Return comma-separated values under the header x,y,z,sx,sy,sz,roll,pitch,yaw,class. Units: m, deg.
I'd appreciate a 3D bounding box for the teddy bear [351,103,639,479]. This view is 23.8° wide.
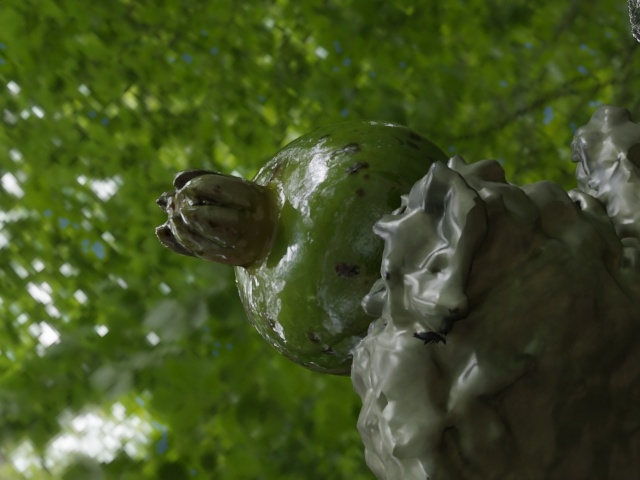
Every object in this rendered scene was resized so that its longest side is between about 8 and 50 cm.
x,y,z,sx,sy,sz,roll,pitch,yaw,class
0.121,0.082,0.748,0.367,0.224,0.357,35,-124,-39,teddy bear

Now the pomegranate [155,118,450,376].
x,y,z,sx,sy,sz,roll,pitch,yaw,class
0.000,0.000,1.097,0.247,0.202,0.202,14,-68,-26,pomegranate

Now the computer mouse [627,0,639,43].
x,y,z,sx,sy,sz,roll,pitch,yaw,class
0.138,-0.074,0.461,0.047,0.135,0.079,1,-44,-20,computer mouse
